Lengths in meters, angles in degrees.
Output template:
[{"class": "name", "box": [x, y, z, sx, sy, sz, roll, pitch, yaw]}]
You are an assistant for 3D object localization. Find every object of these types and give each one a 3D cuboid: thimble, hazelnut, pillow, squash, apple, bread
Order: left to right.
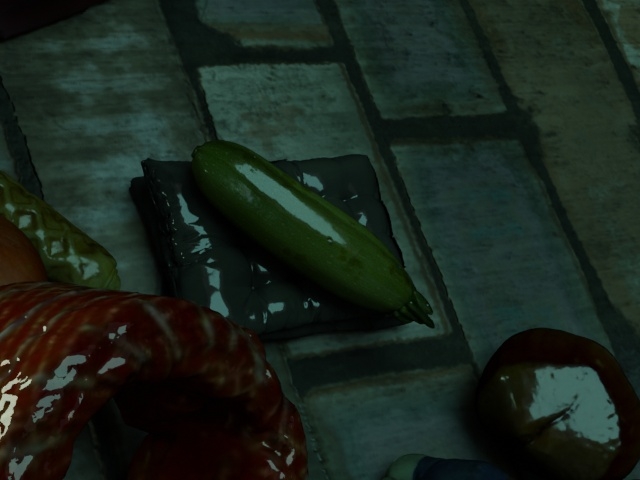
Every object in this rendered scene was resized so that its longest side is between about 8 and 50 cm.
[{"class": "apple", "box": [-0.349, 0.048, 1.290, 0.139, 0.163, 0.163, 37, 46, -37]}, {"class": "bread", "box": [-0.364, -0.051, 1.384, 0.367, 0.084, 0.077, 39, 45, -4]}, {"class": "thimble", "box": [-0.202, 0.202, 1.170, 0.350, 0.230, 0.350, -1, 91, -43]}, {"class": "pillow", "box": [-0.047, 0.005, 1.528, 0.326, 0.101, 0.228, -6, 69, -31]}, {"class": "squash", "box": [0.000, 0.000, 1.443, 0.341, 0.094, 0.094, 37, 51, -11]}, {"class": "hazelnut", "box": [0.289, 0.203, 1.568, 0.181, 0.181, 0.212, -37, 81, -11]}]

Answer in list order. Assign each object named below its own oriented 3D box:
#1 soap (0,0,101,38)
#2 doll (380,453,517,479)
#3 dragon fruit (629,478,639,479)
[{"class": "soap", "box": [-0.379, -0.336, 1.527, 0.289, 0.112, 0.182, -30, 79, -39]}, {"class": "doll", "box": [0.143, 0.359, 1.405, 0.228, 0.154, 0.258, 35, 57, -12]}, {"class": "dragon fruit", "box": [0.359, 0.374, 1.437, 0.241, 0.252, 0.241, -10, 56, 15]}]
